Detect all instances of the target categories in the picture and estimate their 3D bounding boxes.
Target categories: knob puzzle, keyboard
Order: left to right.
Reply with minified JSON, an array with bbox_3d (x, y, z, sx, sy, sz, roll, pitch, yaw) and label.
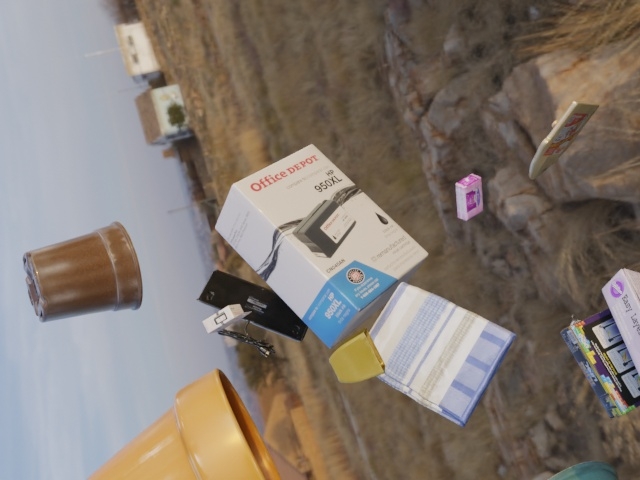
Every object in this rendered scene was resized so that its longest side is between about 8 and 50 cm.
[{"bbox_3d":[-0.193,0.212,1.890,0.033,0.317,0.202,106,-173,-52],"label":"keyboard"},{"bbox_3d":[0.496,-0.214,1.438,0.030,0.213,0.213,43,158,22],"label":"knob puzzle"}]

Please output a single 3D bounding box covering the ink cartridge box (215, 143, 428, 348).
[{"bbox_3d":[0.000,0.000,1.553,0.395,0.285,0.166,44,136,13],"label":"ink cartridge box"}]

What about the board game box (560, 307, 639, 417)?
[{"bbox_3d":[0.533,0.205,1.202,0.048,0.141,0.170,105,142,-67],"label":"board game box"}]

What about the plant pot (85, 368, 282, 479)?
[{"bbox_3d":[-0.152,0.280,0.767,0.205,0.187,0.205,61,172,14],"label":"plant pot"}]

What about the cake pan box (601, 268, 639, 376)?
[{"bbox_3d":[0.611,0.176,1.107,0.267,0.245,0.070,-96,28,-43],"label":"cake pan box"}]

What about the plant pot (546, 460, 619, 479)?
[{"bbox_3d":[0.598,0.707,1.412,0.334,0.340,0.341,-128,24,-52],"label":"plant pot"}]

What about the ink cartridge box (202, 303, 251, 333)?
[{"bbox_3d":[-0.181,0.148,1.321,0.028,0.083,0.048,62,-162,11],"label":"ink cartridge box"}]

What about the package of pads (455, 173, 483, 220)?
[{"bbox_3d":[0.294,-0.085,1.345,0.032,0.050,0.083,34,146,46],"label":"package of pads"}]

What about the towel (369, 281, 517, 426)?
[{"bbox_3d":[0.218,0.216,1.346,0.285,0.209,0.034,24,168,41],"label":"towel"}]

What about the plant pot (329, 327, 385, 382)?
[{"bbox_3d":[0.063,0.217,1.237,0.081,0.083,0.081,63,-175,4],"label":"plant pot"}]

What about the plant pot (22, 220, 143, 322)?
[{"bbox_3d":[-0.422,0.065,1.196,0.167,0.165,0.167,29,126,49],"label":"plant pot"}]

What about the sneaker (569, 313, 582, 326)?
[{"bbox_3d":[0.552,0.174,1.419,0.038,0.098,0.069,27,-157,-39],"label":"sneaker"}]
